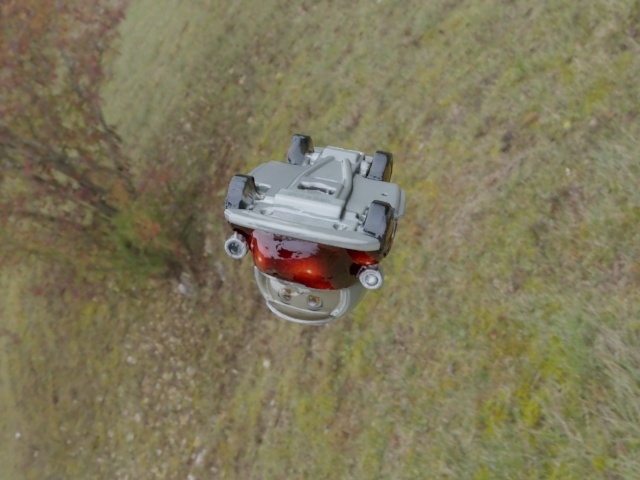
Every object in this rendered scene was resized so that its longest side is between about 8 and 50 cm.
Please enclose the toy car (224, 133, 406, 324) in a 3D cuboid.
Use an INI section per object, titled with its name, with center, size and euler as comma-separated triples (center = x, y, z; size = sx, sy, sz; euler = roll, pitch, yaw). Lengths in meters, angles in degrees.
[toy car]
center = 0.000, 0.000, 0.600
size = 0.139, 0.112, 0.112
euler = -59, -22, -57
